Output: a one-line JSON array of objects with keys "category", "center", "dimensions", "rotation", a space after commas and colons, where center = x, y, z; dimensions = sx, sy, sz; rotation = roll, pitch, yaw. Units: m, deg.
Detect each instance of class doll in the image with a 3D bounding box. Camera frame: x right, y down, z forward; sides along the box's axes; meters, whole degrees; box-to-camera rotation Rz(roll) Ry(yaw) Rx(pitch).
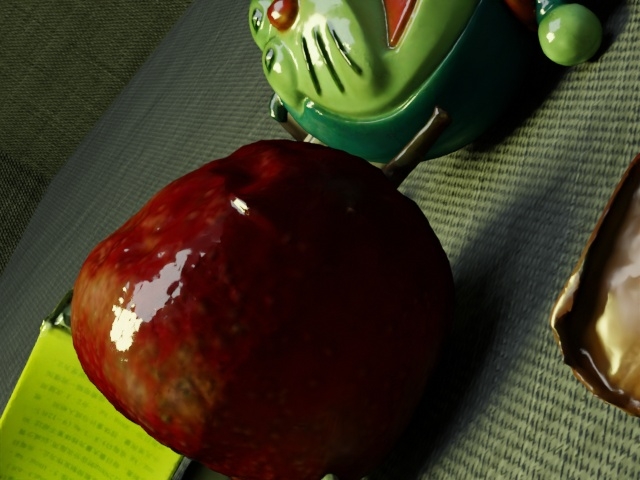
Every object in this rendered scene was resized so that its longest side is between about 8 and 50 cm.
[{"category": "doll", "center": [0.086, -0.169, 1.270], "dimensions": [0.322, 0.186, 0.198], "rotation": [-29, 58, 29]}]

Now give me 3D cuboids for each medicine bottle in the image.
[{"category": "medicine bottle", "center": [-0.175, 0.161, 1.403], "dimensions": [0.250, 0.141, 0.137], "rotation": [-62, 4, 21]}]

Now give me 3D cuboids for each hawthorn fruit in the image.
[{"category": "hawthorn fruit", "center": [-0.008, 0.028, 1.118], "dimensions": [0.266, 0.210, 0.230], "rotation": [-43, -1, -5]}]

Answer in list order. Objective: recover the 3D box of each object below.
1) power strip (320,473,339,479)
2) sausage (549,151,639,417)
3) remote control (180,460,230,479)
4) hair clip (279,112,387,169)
[{"category": "power strip", "center": [-0.020, 0.241, 0.956], "dimensions": [0.078, 0.052, 0.272], "rotation": [-43, 18, 45]}, {"category": "sausage", "center": [0.201, -0.061, 0.785], "dimensions": [0.330, 0.102, 0.102], "rotation": [-60, 14, -18]}, {"category": "remote control", "center": [-0.105, 0.215, 1.329], "dimensions": [0.073, 0.044, 0.229], "rotation": [-53, 13, 31]}, {"category": "hair clip", "center": [0.098, -0.182, 1.452], "dimensions": [0.331, 0.085, 0.101], "rotation": [-47, 17, 11]}]
